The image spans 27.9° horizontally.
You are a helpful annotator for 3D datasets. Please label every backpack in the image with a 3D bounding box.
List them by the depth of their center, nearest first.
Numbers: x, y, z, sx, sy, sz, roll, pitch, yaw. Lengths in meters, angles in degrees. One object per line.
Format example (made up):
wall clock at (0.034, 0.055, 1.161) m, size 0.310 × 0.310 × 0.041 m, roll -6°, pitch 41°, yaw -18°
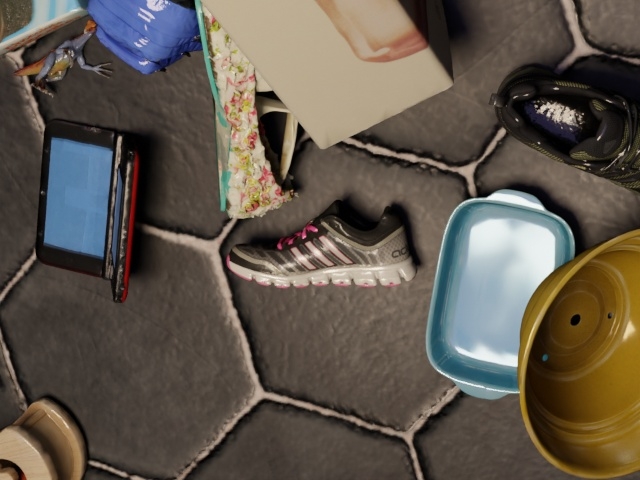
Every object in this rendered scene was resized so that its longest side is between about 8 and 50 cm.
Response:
backpack at (-0.141, -0.195, 1.106) m, size 0.098 × 0.120 × 0.101 m, roll 33°, pitch 109°, yaw 5°

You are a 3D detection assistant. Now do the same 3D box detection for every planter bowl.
planter bowl at (0.232, 0.079, 1.059) m, size 0.217 × 0.090 × 0.217 m, roll -9°, pitch 112°, yaw -23°

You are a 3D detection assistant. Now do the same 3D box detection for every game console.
game console at (-0.217, -0.028, 1.187) m, size 0.085 × 0.124 × 0.144 m, roll 4°, pitch 105°, yaw -13°

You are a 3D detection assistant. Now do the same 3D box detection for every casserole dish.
casserole dish at (0.157, 0.045, 1.122) m, size 0.114 × 0.037 × 0.188 m, roll 12°, pitch 106°, yaw 12°

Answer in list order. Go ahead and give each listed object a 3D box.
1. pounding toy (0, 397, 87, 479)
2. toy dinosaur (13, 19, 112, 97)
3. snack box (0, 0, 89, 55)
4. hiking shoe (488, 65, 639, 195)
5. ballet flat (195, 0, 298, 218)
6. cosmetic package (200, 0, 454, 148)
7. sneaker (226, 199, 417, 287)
pounding toy at (-0.324, 0.247, 1.238) m, size 0.269 × 0.155 × 0.154 m, roll 5°, pitch 108°, yaw 15°
toy dinosaur at (-0.238, -0.173, 1.182) m, size 0.090 × 0.047 × 0.082 m, roll 30°, pitch 90°, yaw 18°
snack box at (-0.346, -0.323, 1.165) m, size 0.187 × 0.060 × 0.322 m, roll -21°, pitch 96°, yaw 18°
hiking shoe at (0.243, -0.075, 1.029) m, size 0.226 × 0.114 × 0.086 m, roll 17°, pitch 107°, yaw 11°
ballet flat at (-0.059, -0.122, 1.096) m, size 0.077 × 0.091 × 0.241 m, roll -5°, pitch 132°, yaw -2°
cosmetic package at (-0.024, -0.232, 0.972) m, size 0.129 × 0.153 × 0.296 m, roll -24°, pitch 134°, yaw 19°
sneaker at (0.000, 0.000, 1.143) m, size 0.170 × 0.063 × 0.075 m, roll 0°, pitch 103°, yaw 11°
